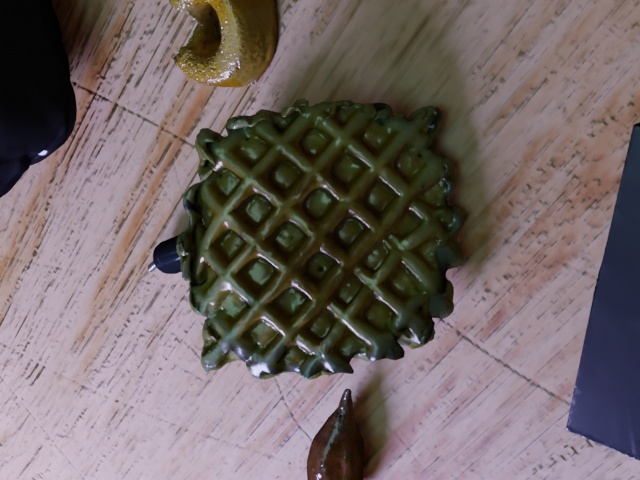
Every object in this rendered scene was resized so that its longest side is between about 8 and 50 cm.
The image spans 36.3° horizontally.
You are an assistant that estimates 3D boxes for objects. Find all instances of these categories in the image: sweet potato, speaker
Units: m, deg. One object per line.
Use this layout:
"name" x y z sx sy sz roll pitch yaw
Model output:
"sweet potato" 0.016 0.172 0.816 0.049 0.049 0.117 23 120 29
"speaker" 0.222 0.036 0.627 0.082 0.044 0.218 19 115 31

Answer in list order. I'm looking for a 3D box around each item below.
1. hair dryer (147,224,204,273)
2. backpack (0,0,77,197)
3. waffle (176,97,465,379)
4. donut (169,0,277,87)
"hair dryer" -0.083 0.010 0.836 0.219 0.071 0.124 -14 95 45
"backpack" -0.455 -0.161 0.941 0.445 0.254 0.364 -22 84 41
"waffle" 0.000 0.000 0.719 0.214 0.054 0.208 -3 93 2
"donut" -0.083 -0.175 0.789 0.097 0.043 0.108 2 110 36
